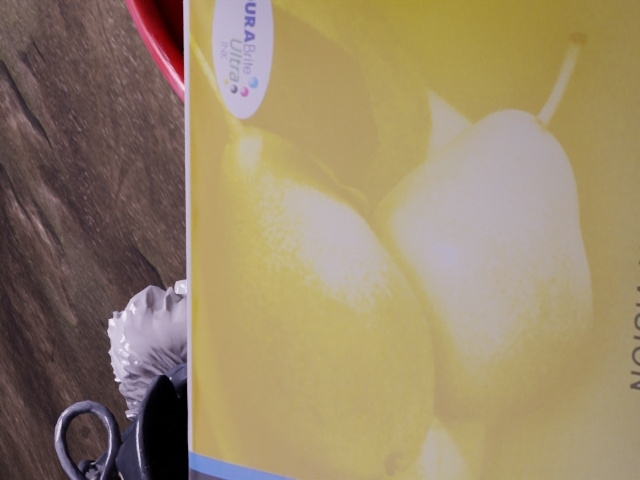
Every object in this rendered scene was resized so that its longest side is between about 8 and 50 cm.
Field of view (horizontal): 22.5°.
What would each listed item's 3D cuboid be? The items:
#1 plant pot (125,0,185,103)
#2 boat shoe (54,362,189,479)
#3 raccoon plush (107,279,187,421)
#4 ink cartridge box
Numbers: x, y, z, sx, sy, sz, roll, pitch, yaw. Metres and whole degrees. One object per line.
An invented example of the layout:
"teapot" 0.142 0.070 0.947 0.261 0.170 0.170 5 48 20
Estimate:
"plant pot" 0.011 -0.156 0.690 0.191 0.174 0.191 51 155 36
"boat shoe" -0.050 0.142 0.813 0.500 0.156 0.187 -36 60 30
"raccoon plush" 0.022 0.256 1.060 0.299 0.216 0.446 99 149 -56
"ink cartridge box" 0.097 0.054 0.524 0.307 0.072 0.304 9 105 29
